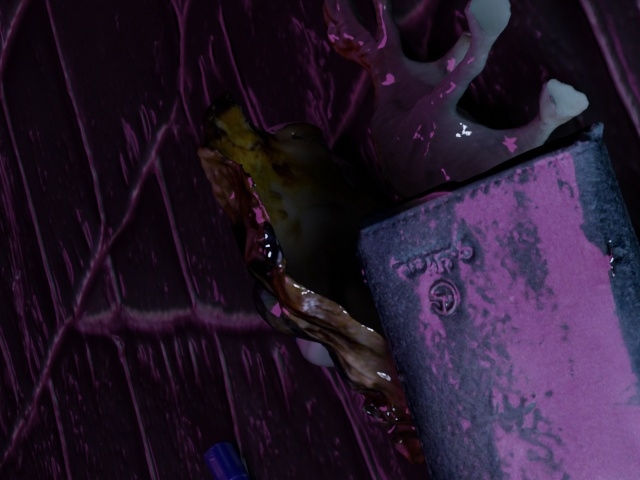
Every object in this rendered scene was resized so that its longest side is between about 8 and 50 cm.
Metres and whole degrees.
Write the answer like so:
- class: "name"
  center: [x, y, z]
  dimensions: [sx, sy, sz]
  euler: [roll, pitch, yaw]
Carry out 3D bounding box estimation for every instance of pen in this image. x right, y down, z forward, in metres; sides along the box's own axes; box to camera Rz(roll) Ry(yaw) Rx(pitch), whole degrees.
- class: "pen"
  center: [-0.042, 0.300, 1.384]
  dimensions: [0.269, 0.033, 0.033]
  euler: [58, 137, 33]

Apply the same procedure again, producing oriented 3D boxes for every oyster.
- class: "oyster"
  center: [0.037, 0.048, 1.057]
  dimensions: [0.096, 0.361, 0.221]
  euler: [-35, 28, 25]

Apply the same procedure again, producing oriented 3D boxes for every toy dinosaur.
- class: "toy dinosaur"
  center: [0.109, -0.064, 1.064]
  dimensions: [0.205, 0.092, 0.393]
  euler: [-45, 60, 48]

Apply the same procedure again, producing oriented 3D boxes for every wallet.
- class: "wallet"
  center: [0.145, 0.139, 0.869]
  dimensions: [0.190, 0.046, 0.379]
  euler: [-22, 84, 35]

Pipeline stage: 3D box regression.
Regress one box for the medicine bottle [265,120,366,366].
- class: "medicine bottle"
  center: [0.000, 0.000, 1.215]
  dimensions: [0.107, 0.107, 0.191]
  euler: [-54, 52, 44]
